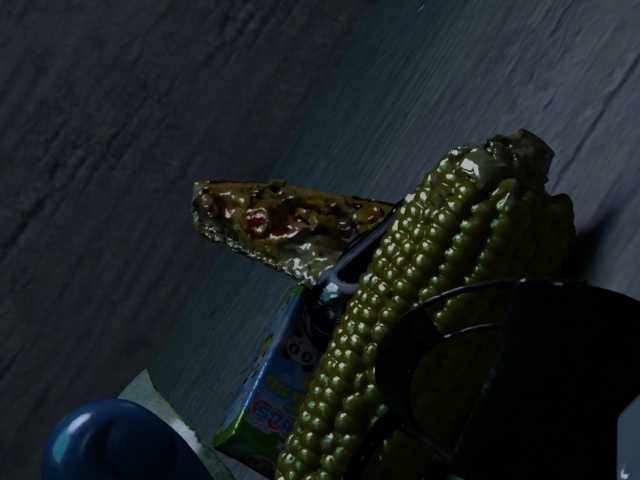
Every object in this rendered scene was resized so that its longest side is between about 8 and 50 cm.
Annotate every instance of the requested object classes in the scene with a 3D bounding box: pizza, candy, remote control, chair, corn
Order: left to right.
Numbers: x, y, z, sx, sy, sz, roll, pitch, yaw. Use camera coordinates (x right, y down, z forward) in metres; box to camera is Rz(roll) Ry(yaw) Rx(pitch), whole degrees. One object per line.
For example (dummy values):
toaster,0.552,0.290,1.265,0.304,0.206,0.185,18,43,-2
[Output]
candy,-0.020,0.140,1.522,0.062,0.097,0.194,-37,23,56
pizza,0.000,0.000,1.433,0.287,0.251,0.074,-95,19,-74
remote control,0.081,0.000,1.303,0.266,0.090,0.066,-43,-28,-37
corn,0.077,0.074,1.160,0.347,0.130,0.130,-61,9,8
chair,0.098,0.115,0.805,0.149,0.174,0.213,-134,66,-76

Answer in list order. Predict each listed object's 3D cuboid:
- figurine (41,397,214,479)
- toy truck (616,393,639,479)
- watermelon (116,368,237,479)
figurine,-0.096,0.322,1.098,0.298,0.243,0.416,-32,47,50
toy truck,0.165,0.106,0.507,0.268,0.155,0.124,-52,11,32
watermelon,-0.153,0.281,1.520,0.256,0.260,0.176,-34,7,28
